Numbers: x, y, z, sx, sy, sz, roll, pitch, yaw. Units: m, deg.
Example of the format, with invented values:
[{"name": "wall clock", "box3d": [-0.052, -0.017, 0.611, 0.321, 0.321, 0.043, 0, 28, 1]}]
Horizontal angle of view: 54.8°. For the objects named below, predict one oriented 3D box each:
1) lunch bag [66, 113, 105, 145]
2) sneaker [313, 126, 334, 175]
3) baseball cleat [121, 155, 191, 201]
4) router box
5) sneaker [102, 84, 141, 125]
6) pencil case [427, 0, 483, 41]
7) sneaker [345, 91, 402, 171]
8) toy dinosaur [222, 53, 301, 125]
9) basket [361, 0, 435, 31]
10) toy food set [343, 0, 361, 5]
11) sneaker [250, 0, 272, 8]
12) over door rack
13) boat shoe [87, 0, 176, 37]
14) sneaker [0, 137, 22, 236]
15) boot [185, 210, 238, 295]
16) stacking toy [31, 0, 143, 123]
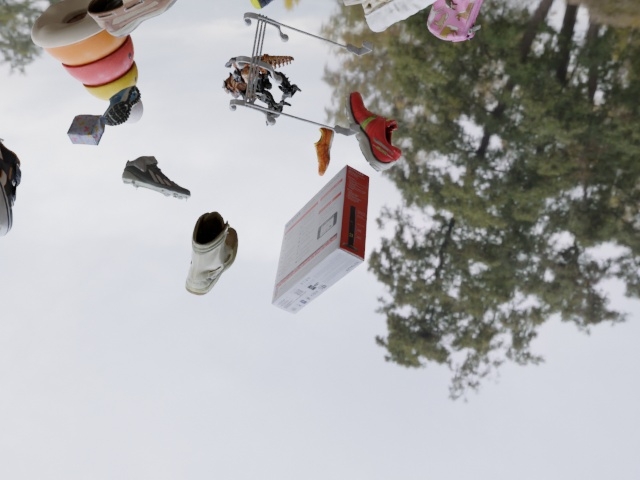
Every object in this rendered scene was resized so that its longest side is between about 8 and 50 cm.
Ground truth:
[{"name": "lunch bag", "box3d": [-0.584, -0.282, 1.551, 0.071, 0.053, 0.083, 4, -120, 7]}, {"name": "sneaker", "box3d": [0.004, -0.316, 2.192, 0.068, 0.174, 0.064, 6, -178, -14]}, {"name": "baseball cleat", "box3d": [-0.467, -0.186, 1.783, 0.206, 0.109, 0.072, 15, 169, -6]}, {"name": "router box", "box3d": [0.000, 0.000, 1.711, 0.082, 0.335, 0.301, 27, -133, -22]}, {"name": "sneaker", "box3d": [-0.605, -0.399, 1.846, 0.073, 0.063, 0.162, 5, -131, 29]}, {"name": "pencil case", "box3d": [0.455, -0.803, 1.863, 0.167, 0.385, 0.160, 21, -144, 8]}, {"name": "sneaker", "box3d": [0.159, -0.324, 1.774, 0.118, 0.107, 0.278, -28, -116, 15]}, {"name": "toy dinosaur", "box3d": [-0.188, -0.490, 1.910, 0.164, 0.218, 0.322, -50, -157, -9]}, {"name": "basket", "box3d": [0.242, -0.605, 1.152, 0.331, 0.266, 0.328, -38, -161, -30]}, {"name": "toy food set", "box3d": [0.177, -0.733, 1.674, 0.220, 0.092, 0.306, -5, -144, 13]}, {"name": "sneaker", "box3d": [-0.100, -0.598, 1.441, 0.144, 0.053, 0.059, -27, -162, 18]}, {"name": "over door rack", "box3d": [-0.052, -0.398, 1.520, 0.325, 0.239, 0.108, 9, 176, -16]}, {"name": "boat shoe", "box3d": [-0.471, -0.643, 1.591, 0.116, 0.325, 0.123, 17, -130, -56]}, {"name": "sneaker", "box3d": [-0.881, -0.162, 1.693, 0.128, 0.126, 0.320, -6, -110, -57]}, {"name": "boot", "box3d": [-0.229, -0.003, 1.354, 0.077, 0.165, 0.213, 19, -139, 5]}, {"name": "stacking toy", "box3d": [-0.791, -0.643, 2.284, 0.351, 0.479, 0.350, -10, -134, 10]}]
